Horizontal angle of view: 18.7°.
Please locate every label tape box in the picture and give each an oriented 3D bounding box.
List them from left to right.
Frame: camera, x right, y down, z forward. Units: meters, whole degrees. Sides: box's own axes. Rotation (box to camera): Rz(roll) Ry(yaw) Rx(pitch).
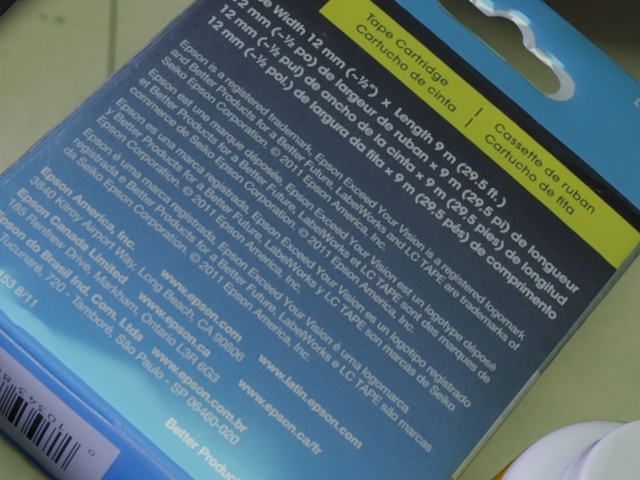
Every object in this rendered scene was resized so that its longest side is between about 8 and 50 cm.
[{"bbox_3d":[0.000,0.000,0.973,0.249,0.115,0.347,41,57,3],"label":"label tape box"}]

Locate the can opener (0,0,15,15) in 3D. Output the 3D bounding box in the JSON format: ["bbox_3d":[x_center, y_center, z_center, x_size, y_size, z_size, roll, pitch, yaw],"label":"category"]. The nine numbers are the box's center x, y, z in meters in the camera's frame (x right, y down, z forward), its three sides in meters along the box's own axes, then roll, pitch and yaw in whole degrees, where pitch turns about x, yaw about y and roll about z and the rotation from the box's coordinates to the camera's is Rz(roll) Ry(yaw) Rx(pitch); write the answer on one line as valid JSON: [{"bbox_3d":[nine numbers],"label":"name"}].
[{"bbox_3d":[-0.187,-0.149,0.994,0.074,0.093,0.280,34,60,14],"label":"can opener"}]

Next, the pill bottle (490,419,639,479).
[{"bbox_3d":[0.112,0.154,0.872,0.117,0.215,0.117,7,63,-15],"label":"pill bottle"}]
